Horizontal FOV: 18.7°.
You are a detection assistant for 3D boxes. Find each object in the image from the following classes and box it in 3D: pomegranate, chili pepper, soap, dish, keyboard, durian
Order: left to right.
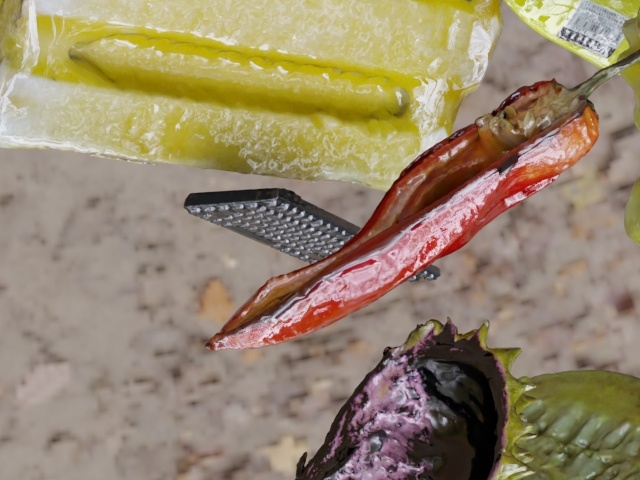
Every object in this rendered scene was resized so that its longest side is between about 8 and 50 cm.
[{"bbox_3d":[-0.039,-0.138,1.073,0.315,0.091,0.199,5,110,-38],"label":"soap"},{"bbox_3d":[0.000,0.000,1.120,0.061,0.013,0.204,-4,165,28],"label":"keyboard"},{"bbox_3d":[0.053,0.138,0.888,0.186,0.119,0.108,-51,133,-2],"label":"durian"},{"bbox_3d":[0.062,-0.018,0.921,0.268,0.059,0.050,-37,126,-3],"label":"chili pepper"},{"bbox_3d":[0.257,-0.286,1.869,0.262,0.221,0.108,30,130,-33],"label":"dish"},{"bbox_3d":[0.191,0.196,1.247,0.241,0.190,0.159,-1,133,27],"label":"pomegranate"}]

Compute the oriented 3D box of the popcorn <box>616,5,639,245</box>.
[{"bbox_3d":[0.268,-0.089,1.140,0.181,0.235,0.216,21,116,-22],"label":"popcorn"}]
